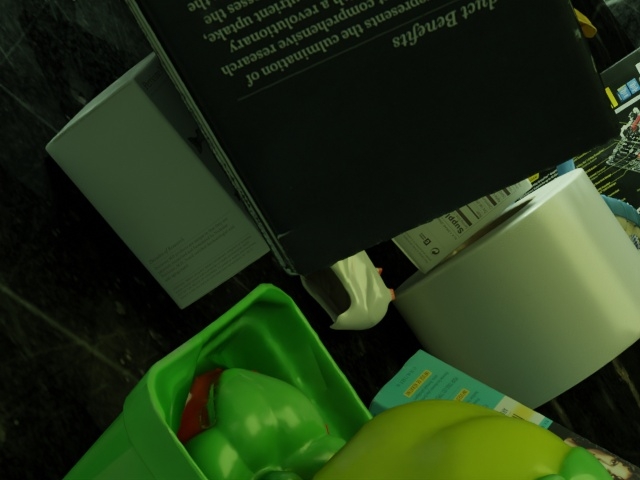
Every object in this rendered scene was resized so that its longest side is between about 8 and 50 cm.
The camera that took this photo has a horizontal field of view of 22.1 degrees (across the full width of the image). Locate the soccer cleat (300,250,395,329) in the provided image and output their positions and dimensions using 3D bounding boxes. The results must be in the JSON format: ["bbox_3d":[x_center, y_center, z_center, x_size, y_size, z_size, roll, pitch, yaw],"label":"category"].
[{"bbox_3d":[0.000,0.000,1.592,0.076,0.068,0.196,-12,63,-41],"label":"soccer cleat"}]

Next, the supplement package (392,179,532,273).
[{"bbox_3d":[0.077,-0.123,1.717,0.204,0.145,0.262,47,8,-20],"label":"supplement package"}]

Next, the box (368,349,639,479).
[{"bbox_3d":[0.165,0.198,1.477,0.244,0.060,0.100,28,38,17],"label":"box"}]

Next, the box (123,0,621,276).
[{"bbox_3d":[-0.018,-0.318,1.313,0.480,0.297,0.472,-100,165,-56],"label":"box"}]

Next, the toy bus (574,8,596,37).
[{"bbox_3d":[0.233,-0.288,2.236,0.149,0.220,0.211,16,39,-49],"label":"toy bus"}]

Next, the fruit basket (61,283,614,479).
[{"bbox_3d":[0.041,0.196,1.038,0.392,0.392,0.283,56,23,-1],"label":"fruit basket"}]

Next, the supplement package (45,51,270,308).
[{"bbox_3d":[-0.122,-0.055,1.370,0.179,0.105,0.105,50,24,-12],"label":"supplement package"}]

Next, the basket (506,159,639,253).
[{"bbox_3d":[0.273,-0.017,1.965,0.255,0.201,0.289,9,61,-58],"label":"basket"}]

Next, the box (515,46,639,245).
[{"bbox_3d":[0.405,-0.088,2.164,0.079,0.322,0.257,10,50,-58],"label":"box"}]

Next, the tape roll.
[{"bbox_3d":[0.216,0.059,1.706,0.169,0.246,0.246,55,23,-1],"label":"tape roll"}]
